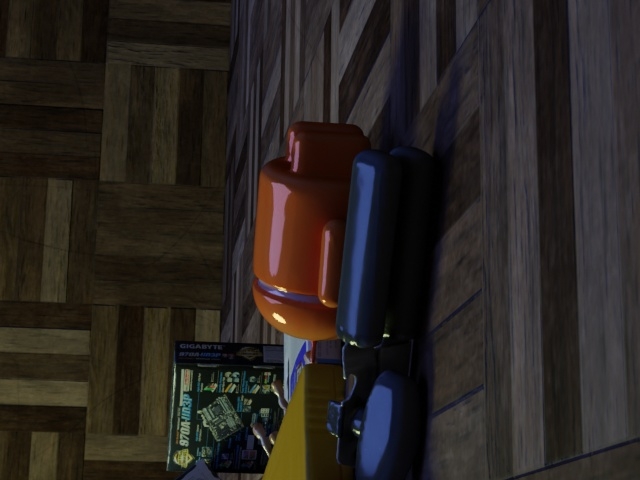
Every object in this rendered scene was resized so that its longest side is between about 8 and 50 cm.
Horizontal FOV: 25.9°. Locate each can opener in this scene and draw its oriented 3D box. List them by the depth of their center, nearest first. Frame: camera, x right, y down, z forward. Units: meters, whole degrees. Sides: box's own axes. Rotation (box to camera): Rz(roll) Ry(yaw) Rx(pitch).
[{"bbox_3d":[0.059,0.064,1.139,0.093,0.074,0.280,17,109,47],"label":"can opener"}]

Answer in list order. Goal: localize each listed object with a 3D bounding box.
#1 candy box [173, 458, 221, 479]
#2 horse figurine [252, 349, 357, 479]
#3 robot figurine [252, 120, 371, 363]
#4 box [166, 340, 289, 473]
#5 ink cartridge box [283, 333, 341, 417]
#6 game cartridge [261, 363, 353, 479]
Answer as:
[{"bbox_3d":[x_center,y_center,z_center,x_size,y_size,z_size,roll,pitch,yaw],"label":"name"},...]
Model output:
[{"bbox_3d":[-0.142,0.434,2.029,0.196,0.070,0.165,47,155,15],"label":"candy box"},{"bbox_3d":[-0.013,0.243,1.474,0.174,0.066,0.263,61,147,29],"label":"horse figurine"},{"bbox_3d":[0.000,-0.001,1.324,0.158,0.128,0.219,19,111,41],"label":"robot figurine"},{"bbox_3d":[-0.131,0.246,2.021,0.051,0.175,0.220,-97,11,-53],"label":"box"},{"bbox_3d":[-0.011,0.145,1.648,0.208,0.045,0.206,117,155,-67],"label":"ink cartridge box"},{"bbox_3d":[-0.015,0.318,1.252,0.285,0.053,0.323,109,164,-52],"label":"game cartridge"}]
